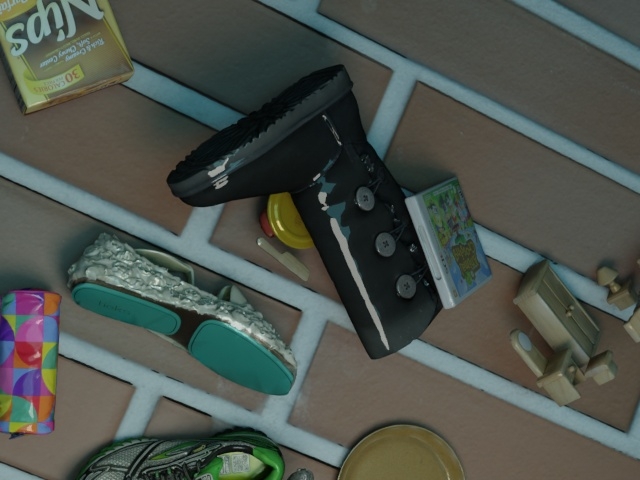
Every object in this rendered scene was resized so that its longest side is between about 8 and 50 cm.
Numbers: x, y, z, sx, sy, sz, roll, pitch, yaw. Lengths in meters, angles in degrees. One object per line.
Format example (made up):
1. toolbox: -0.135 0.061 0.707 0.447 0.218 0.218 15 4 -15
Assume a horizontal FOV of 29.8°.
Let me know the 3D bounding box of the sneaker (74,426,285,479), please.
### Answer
1. sneaker: -0.220 0.366 1.884 0.343 0.146 0.134 -12 90 -16

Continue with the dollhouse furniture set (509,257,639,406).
1. dollhouse furniture set: 0.516 0.071 2.009 0.174 0.355 0.303 50 36 -9

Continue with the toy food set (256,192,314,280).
1. toy food set: -0.046 -0.054 1.999 0.128 0.071 0.218 31 72 -29

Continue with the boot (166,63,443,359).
1. boot: 0.002 -0.001 1.914 0.367 0.146 0.445 -36 112 -27

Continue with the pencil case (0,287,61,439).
1. pencil case: -0.454 0.190 1.852 0.104 0.104 0.237 5 83 -16

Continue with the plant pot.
1. plant pot: 0.134 0.431 2.045 0.236 0.032 0.237 1 86 -16

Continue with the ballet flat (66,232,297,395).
1. ballet flat: -0.201 0.104 1.922 0.408 0.147 0.147 28 79 -14

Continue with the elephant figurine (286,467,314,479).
1. elephant figurine: -0.078 0.500 1.855 0.239 0.169 0.186 -29 108 25

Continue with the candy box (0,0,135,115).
1. candy box: -0.437 -0.378 1.898 0.182 0.087 0.317 -22 92 -17

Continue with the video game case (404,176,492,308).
1. video game case: 0.220 0.000 2.030 0.023 0.212 0.193 -19 93 27
